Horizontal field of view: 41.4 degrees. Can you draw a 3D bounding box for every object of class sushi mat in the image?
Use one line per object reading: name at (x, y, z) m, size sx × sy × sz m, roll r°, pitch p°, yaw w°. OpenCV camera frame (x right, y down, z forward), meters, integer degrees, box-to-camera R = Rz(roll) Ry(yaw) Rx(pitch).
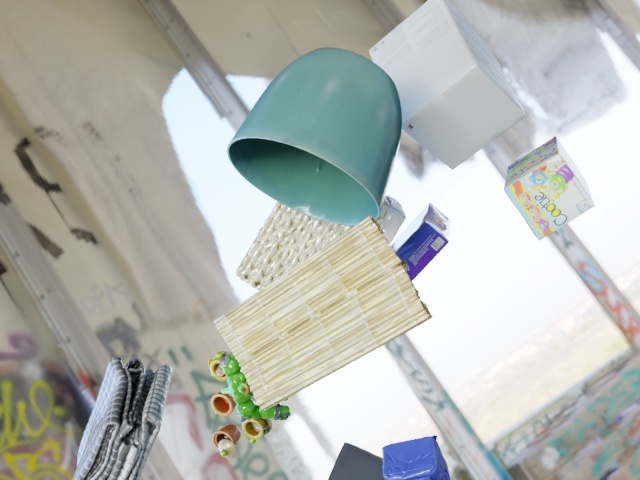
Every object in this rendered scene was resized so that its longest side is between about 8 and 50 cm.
sushi mat at (-0.006, 0.105, 1.143) m, size 0.316 × 0.151 × 0.019 m, roll -34°, pitch -12°, yaw 31°

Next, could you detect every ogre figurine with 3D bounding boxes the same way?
ogre figurine at (-0.138, 0.291, 1.745) m, size 0.118 × 0.197 × 0.097 m, roll -21°, pitch 23°, yaw -34°

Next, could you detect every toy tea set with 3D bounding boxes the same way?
toy tea set at (-0.244, 0.488, 2.417) m, size 0.124 × 0.200 × 0.336 m, roll -40°, pitch -45°, yaw -58°

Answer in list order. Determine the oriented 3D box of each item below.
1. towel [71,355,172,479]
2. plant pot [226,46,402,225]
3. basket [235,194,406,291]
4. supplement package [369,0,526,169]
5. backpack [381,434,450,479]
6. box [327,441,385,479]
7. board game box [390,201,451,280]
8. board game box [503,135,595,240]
towel at (-0.378, 0.374, 1.548) m, size 0.235 × 0.121 × 0.284 m, roll -102°, pitch 34°, yaw -69°
plant pot at (0.014, -0.199, 1.524) m, size 0.293 × 0.293 × 0.235 m, roll 104°, pitch -171°, yaw -71°
basket at (0.000, 0.000, 1.930) m, size 0.328 × 0.266 × 0.331 m, roll -60°, pitch 4°, yaw 8°
supplement package at (0.262, -0.334, 1.783) m, size 0.199 × 0.263 × 0.198 m, roll -37°, pitch -46°, yaw 24°
backpack at (0.154, 0.383, 1.350) m, size 0.098 × 0.101 × 0.120 m, roll -10°, pitch -43°, yaw 17°
box at (0.080, 0.772, 2.313) m, size 0.312 × 0.179 × 0.343 m, roll 86°, pitch -152°, yaw -62°
board game box at (0.183, 0.076, 2.135) m, size 0.347 × 0.078 × 0.233 m, roll -49°, pitch 1°, yaw 16°
board game box at (0.518, -0.125, 1.930) m, size 0.142 × 0.144 × 0.275 m, roll -34°, pitch 5°, yaw 20°
